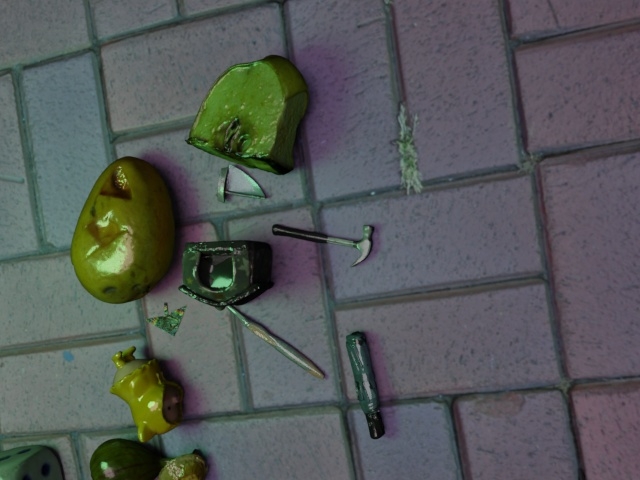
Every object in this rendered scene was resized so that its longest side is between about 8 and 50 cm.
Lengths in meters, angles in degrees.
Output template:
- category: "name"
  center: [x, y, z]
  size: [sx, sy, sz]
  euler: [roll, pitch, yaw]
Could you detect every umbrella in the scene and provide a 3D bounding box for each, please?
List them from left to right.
- category: "umbrella"
  center: [0.103, 0.337, 1.284]
  size: [0.053, 0.052, 0.250]
  euler: [-11, 89, 13]

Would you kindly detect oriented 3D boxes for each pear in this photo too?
- category: "pear"
  center: [-0.155, -0.298, 1.271]
  size: [0.239, 0.164, 0.255]
  euler: [14, 90, 22]

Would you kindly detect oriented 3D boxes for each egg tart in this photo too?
- category: "egg tart"
  center: [-0.337, 0.590, 1.364]
  size: [0.129, 0.049, 0.128]
  euler: [-11, 118, -22]

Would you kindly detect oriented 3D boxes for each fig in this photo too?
- category: "fig"
  center: [-0.445, 0.559, 1.405]
  size: [0.260, 0.151, 0.151]
  euler: [-9, 90, -21]

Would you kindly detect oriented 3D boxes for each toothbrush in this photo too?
- category: "toothbrush"
  center: [-0.145, 0.225, 1.350]
  size: [0.375, 0.037, 0.028]
  euler: [34, 102, 7]

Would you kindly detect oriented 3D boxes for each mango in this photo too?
- category: "mango"
  center: [-0.476, -0.026, 1.351]
  size: [0.253, 0.182, 0.364]
  euler: [3, 82, 16]

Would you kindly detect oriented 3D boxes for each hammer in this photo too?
- category: "hammer"
  center: [0.000, 0.000, 1.310]
  size: [0.247, 0.029, 0.102]
  euler: [8, 93, 14]

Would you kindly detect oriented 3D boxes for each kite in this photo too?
- category: "kite"
  center: [-0.393, 0.204, 1.417]
  size: [0.122, 0.004, 0.090]
  euler: [-15, 89, 13]

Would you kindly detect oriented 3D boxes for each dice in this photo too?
- category: "dice"
  center: [-0.808, 0.658, 1.435]
  size: [0.194, 0.192, 0.193]
  euler: [-10, 91, 14]

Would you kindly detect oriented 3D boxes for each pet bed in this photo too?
- category: "pet bed"
  center: [-0.211, 0.083, 1.262]
  size: [0.184, 0.211, 0.159]
  euler: [-1, 87, 5]

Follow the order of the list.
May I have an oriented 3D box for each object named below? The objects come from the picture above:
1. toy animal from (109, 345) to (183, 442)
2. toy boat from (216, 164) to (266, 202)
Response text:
- category: "toy animal"
  center: [-0.436, 0.374, 1.362]
  size: [0.156, 0.156, 0.229]
  euler: [-31, 84, 12]
- category: "toy boat"
  center: [-0.188, -0.133, 1.350]
  size: [0.122, 0.034, 0.096]
  euler: [8, 94, 4]
